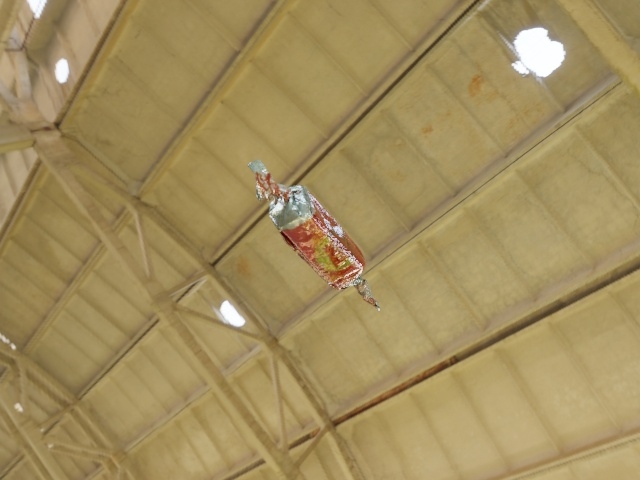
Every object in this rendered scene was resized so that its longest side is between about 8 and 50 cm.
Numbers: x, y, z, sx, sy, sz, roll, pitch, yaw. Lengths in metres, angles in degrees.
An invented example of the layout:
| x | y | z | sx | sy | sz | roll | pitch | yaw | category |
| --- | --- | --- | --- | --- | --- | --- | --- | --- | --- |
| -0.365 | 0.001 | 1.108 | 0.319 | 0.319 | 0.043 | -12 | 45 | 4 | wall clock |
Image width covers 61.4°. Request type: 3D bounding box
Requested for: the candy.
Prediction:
| x | y | z | sx | sy | sz | roll | pitch | yaw | category |
| --- | --- | --- | --- | --- | --- | --- | --- | --- | --- |
| 0.001 | -0.001 | 0.727 | 0.059 | 0.086 | 0.292 | -32 | -54 | 14 | candy |
